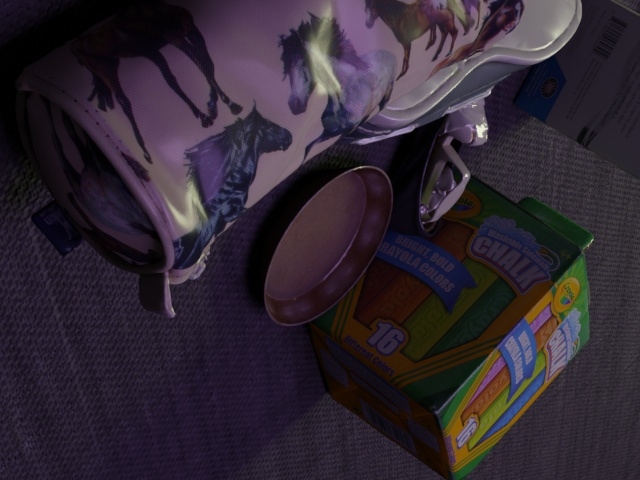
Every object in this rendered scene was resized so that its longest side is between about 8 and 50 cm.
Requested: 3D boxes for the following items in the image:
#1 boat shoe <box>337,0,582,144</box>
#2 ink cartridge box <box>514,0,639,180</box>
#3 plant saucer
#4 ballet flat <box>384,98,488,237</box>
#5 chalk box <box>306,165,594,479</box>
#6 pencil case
[{"bbox_3d":[0.108,-0.170,1.372,0.319,0.116,0.099,-33,-179,-40],"label":"boat shoe"},{"bbox_3d":[0.313,-0.149,1.579,0.082,0.190,0.140,6,116,-58],"label":"ink cartridge box"},{"bbox_3d":[0.000,0.000,1.437,0.168,0.029,0.168,-38,148,-29],"label":"plant saucer"},{"bbox_3d":[0.119,-0.089,1.478,0.074,0.074,0.203,-11,129,-52],"label":"ballet flat"},{"bbox_3d":[0.152,0.062,1.576,0.289,0.180,0.179,-46,150,-18],"label":"chalk box"},{"bbox_3d":[-0.021,-0.128,1.126,0.410,0.160,0.183,-37,121,-30],"label":"pencil case"}]
